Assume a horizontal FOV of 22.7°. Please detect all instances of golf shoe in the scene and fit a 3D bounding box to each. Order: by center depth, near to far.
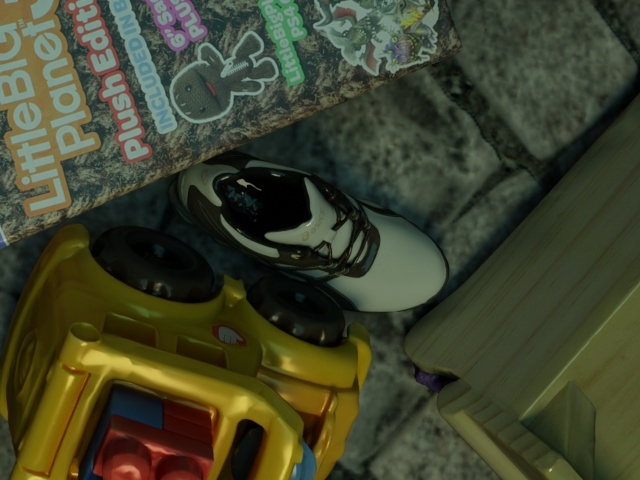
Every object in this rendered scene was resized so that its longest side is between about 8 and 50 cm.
[{"bbox_3d":[0.000,0.000,1.018,0.198,0.094,0.077,20,88,-16],"label":"golf shoe"}]

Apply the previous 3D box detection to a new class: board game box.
[{"bbox_3d":[-0.103,-0.114,0.911,0.291,0.232,0.141,-24,99,-11],"label":"board game box"}]

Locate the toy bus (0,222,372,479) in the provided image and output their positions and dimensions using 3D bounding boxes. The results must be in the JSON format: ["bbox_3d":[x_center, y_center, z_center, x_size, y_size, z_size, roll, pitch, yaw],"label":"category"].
[{"bbox_3d":[-0.073,0.108,0.932,0.220,0.211,0.149,19,108,-16],"label":"toy bus"}]

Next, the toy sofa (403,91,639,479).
[{"bbox_3d":[0.243,0.025,1.068,0.362,0.177,0.150,-48,128,-6],"label":"toy sofa"}]
